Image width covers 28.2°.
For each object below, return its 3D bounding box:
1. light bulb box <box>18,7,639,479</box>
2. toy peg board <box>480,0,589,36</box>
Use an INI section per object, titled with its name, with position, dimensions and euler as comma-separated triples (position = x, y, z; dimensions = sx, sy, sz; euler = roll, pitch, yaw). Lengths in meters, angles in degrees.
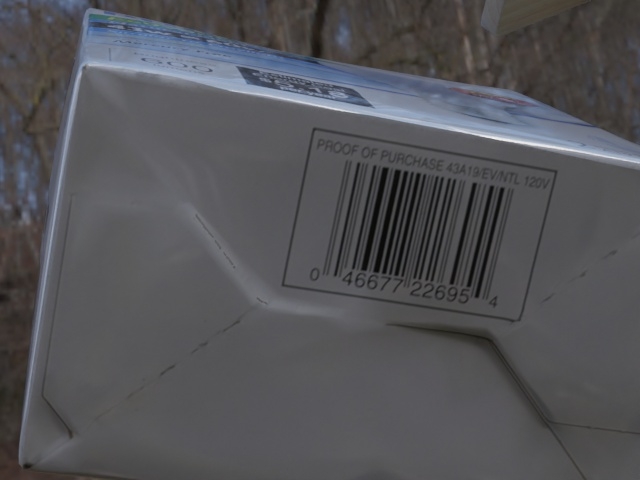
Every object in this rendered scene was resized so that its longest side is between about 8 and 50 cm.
[light bulb box]
position = 0.000, 0.000, 0.838
dimensions = 0.357, 0.225, 0.361
euler = 9, 13, -13
[toy peg board]
position = 0.155, -0.233, 0.794
dimensions = 0.161, 0.079, 0.161
euler = -25, -37, -33
